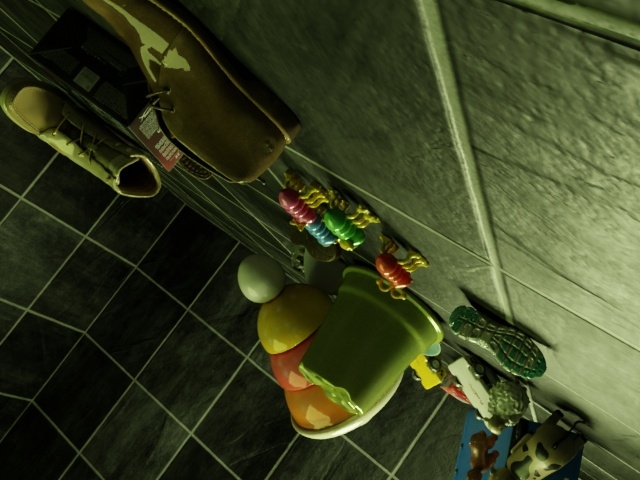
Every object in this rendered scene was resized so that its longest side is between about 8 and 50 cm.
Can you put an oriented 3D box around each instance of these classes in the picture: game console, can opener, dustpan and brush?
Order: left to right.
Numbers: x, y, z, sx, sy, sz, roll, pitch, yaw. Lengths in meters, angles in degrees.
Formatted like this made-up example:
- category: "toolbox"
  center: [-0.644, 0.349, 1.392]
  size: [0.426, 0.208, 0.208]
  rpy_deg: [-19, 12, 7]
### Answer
- category: "dustpan and brush"
  center: [0.005, 0.118, 1.776]
  size: [0.147, 0.211, 0.060]
  rpy_deg: [33, -152, 29]
- category: "can opener"
  center: [0.021, 0.084, 1.862]
  size: [0.095, 0.076, 0.283]
  rpy_deg: [-2, -156, -44]
- category: "game console"
  center: [0.488, 0.596, 1.667]
  size: [0.250, 0.293, 0.173]
  rpy_deg: [16, 169, -4]

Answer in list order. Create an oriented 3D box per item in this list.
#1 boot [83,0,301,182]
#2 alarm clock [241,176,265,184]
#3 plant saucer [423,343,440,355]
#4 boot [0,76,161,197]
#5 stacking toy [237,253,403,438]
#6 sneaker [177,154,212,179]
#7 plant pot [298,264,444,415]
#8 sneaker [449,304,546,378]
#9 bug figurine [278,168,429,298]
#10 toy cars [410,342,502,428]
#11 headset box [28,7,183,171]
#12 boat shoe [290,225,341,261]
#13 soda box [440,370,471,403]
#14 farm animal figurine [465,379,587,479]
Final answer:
- category: "boot"
  center: [-0.167, -0.184, 0.758]
  size: [0.305, 0.115, 0.112]
  rpy_deg: [40, 174, -20]
- category: "alarm clock"
  center: [-0.173, -0.166, 1.106]
  size: [0.192, 0.064, 0.129]
  rpy_deg: [37, 173, -26]
- category: "plant saucer"
  center: [0.221, 0.212, 1.646]
  size: [0.195, 0.037, 0.195]
  rpy_deg: [32, 156, 16]
- category: "boot"
  center: [-0.415, -0.175, 1.170]
  size: [0.203, 0.095, 0.262]
  rpy_deg: [34, 174, 32]
- category: "stacking toy"
  center: [-0.038, 0.226, 1.681]
  size: [0.480, 0.350, 0.350]
  rpy_deg: [55, 167, -17]
- category: "sneaker"
  center: [-0.332, -0.218, 1.566]
  size: [0.192, 0.064, 0.086]
  rpy_deg: [38, 180, -13]
- category: "plant pot"
  center: [0.094, 0.238, 1.480]
  size: [0.276, 0.254, 0.276]
  rpy_deg: [34, 161, 13]
- category: "sneaker"
  center: [0.289, 0.158, 1.058]
  size: [0.166, 0.065, 0.076]
  rpy_deg: [37, -170, 27]
- category: "bug figurine"
  center: [0.032, -0.013, 1.073]
  size: [0.279, 0.072, 0.216]
  rpy_deg: [30, 170, 45]
- category: "toy cars"
  center: [0.341, 0.326, 1.698]
  size: [0.393, 0.087, 0.177]
  rpy_deg: [27, 132, 45]
- category: "headset box"
  center: [-0.355, -0.255, 1.207]
  size: [0.218, 0.110, 0.293]
  rpy_deg: [36, 173, 8]
- category: "boat shoe"
  center: [0.000, 0.000, 1.404]
  size: [0.060, 0.064, 0.178]
  rpy_deg: [5, -167, -31]
- category: "soda box"
  center: [0.406, 0.402, 1.864]
  size: [0.083, 0.092, 0.263]
  rpy_deg: [33, 172, 10]
- category: "farm animal figurine"
  center: [0.458, 0.514, 1.434]
  size: [0.330, 0.327, 0.172]
  rpy_deg: [34, -147, 29]
